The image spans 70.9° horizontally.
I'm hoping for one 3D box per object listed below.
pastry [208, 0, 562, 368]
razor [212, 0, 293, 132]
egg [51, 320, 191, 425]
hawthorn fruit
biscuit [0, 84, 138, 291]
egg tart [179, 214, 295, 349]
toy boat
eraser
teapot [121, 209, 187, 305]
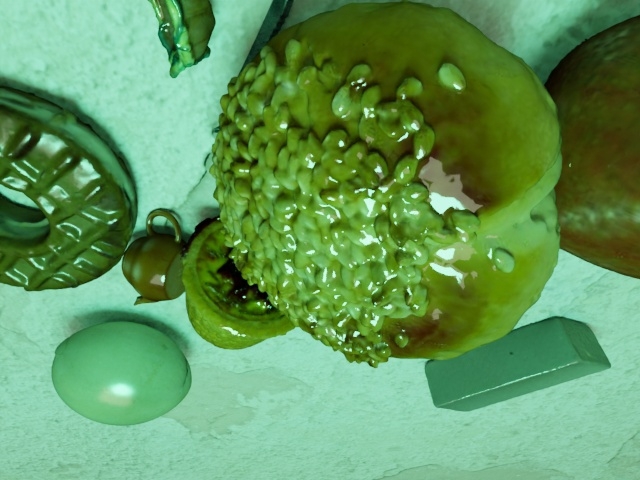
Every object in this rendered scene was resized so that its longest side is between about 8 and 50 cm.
[{"bbox_3d":[0.053,-0.041,0.498,0.409,0.245,0.410,19,127,27],"label":"pastry"},{"bbox_3d":[-0.082,-0.217,0.551,0.066,0.033,0.190,-21,151,-51],"label":"razor"},{"bbox_3d":[-0.371,0.250,0.854,0.253,0.187,0.187,22,128,-21],"label":"egg"},{"bbox_3d":[0.378,-0.087,0.511,0.294,0.312,0.295,-20,153,-11],"label":"hawthorn fruit"},{"bbox_3d":[-0.428,-0.057,0.632,0.331,0.103,0.332,-2,132,-2],"label":"biscuit"},{"bbox_3d":[-0.123,0.074,0.706,0.215,0.215,0.171,19,139,-18],"label":"egg tart"},{"bbox_3d":[-0.191,-0.303,0.422,0.099,0.108,0.293,-37,129,-5],"label":"toy boat"},{"bbox_3d":[0.403,0.265,0.954,0.352,0.111,0.077,-26,130,19],"label":"eraser"},{"bbox_3d":[-0.269,0.034,0.728,0.116,0.116,0.173,11,104,-12],"label":"teapot"}]
